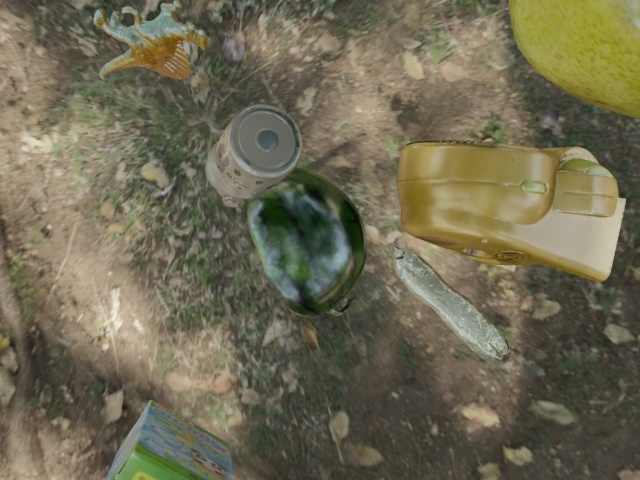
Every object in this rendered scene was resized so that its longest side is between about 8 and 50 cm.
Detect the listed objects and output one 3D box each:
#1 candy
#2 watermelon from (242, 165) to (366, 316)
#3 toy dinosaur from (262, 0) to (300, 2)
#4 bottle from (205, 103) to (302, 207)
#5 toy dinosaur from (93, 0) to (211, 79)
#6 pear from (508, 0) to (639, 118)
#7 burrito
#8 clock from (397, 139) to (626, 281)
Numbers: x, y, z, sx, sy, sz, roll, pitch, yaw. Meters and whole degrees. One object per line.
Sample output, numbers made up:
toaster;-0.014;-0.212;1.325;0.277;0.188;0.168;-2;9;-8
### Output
candy;-0.130;0.204;0.755;0.097;0.194;0.062;31;87;-7
watermelon;-0.004;-0.006;1.193;0.127;0.204;0.232;-27;90;25
toy dinosaur;-0.046;-0.487;1.572;0.162;0.126;0.039;-41;76;27
bottle;-0.086;-0.097;1.042;0.099;0.152;0.099;5;75;-19
toy dinosaur;-0.210;-0.243;1.099;0.142;0.212;0.057;28;69;-3
pear;0.189;-0.156;0.422;0.197;0.197;0.197;-1;98;-7
burrito;0.216;0.105;1.489;0.275;0.082;0.059;42;99;-16
clock;0.258;-0.056;1.271;0.317;0.244;0.200;9;85;-34
